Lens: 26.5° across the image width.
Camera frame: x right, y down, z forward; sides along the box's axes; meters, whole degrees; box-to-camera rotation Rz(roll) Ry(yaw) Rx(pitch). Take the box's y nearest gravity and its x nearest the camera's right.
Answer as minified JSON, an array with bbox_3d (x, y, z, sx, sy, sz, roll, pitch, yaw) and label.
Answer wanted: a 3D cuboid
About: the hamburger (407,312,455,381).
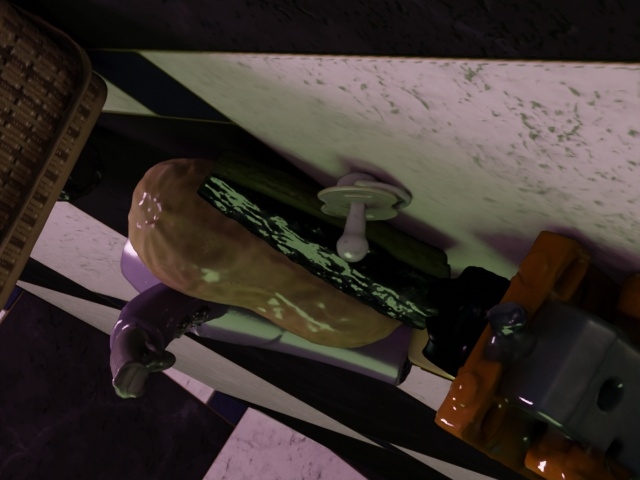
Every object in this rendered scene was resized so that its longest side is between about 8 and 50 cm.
[{"bbox_3d":[0.137,0.088,1.197,0.126,0.081,0.141,18,179,41],"label":"hamburger"}]

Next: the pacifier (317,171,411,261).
[{"bbox_3d":[0.031,-0.015,1.007,0.068,0.064,0.083,6,166,5],"label":"pacifier"}]

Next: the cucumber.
[{"bbox_3d":[-0.001,0.002,1.079,0.211,0.062,0.078,25,-159,-10],"label":"cucumber"}]

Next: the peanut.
[{"bbox_3d":[-0.044,0.016,1.155,0.256,0.124,0.123,25,168,-2],"label":"peanut"}]

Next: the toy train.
[{"bbox_3d":[0.221,0.129,1.040,0.369,0.163,0.231,34,173,-37],"label":"toy train"}]

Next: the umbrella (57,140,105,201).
[{"bbox_3d":[-0.322,-0.089,1.320,0.094,0.090,0.326,6,-176,-45],"label":"umbrella"}]

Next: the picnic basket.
[{"bbox_3d":[-0.347,-0.098,1.012,0.312,0.228,0.175,19,169,28],"label":"picnic basket"}]

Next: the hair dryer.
[{"bbox_3d":[-0.088,0.084,1.218,0.301,0.121,0.361,22,-161,14],"label":"hair dryer"}]
